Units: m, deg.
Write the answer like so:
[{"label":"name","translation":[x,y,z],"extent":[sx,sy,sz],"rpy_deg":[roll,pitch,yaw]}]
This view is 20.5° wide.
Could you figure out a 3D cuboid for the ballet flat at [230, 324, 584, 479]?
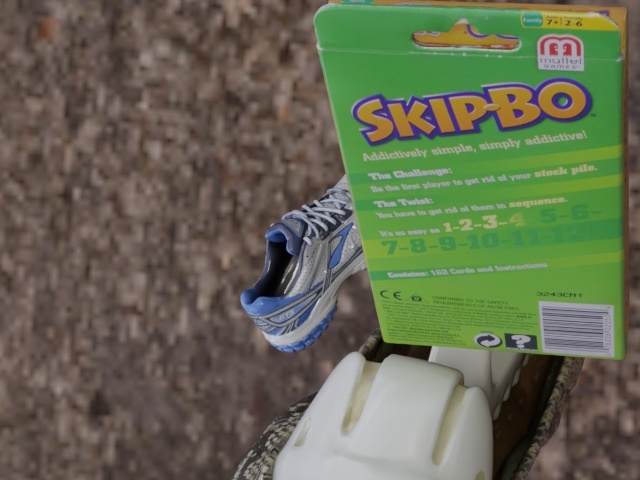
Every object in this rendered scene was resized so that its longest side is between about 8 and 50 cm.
[{"label":"ballet flat","translation":[0.061,0.099,1.008],"extent":[0.483,0.164,0.182],"rpy_deg":[-51,-17,-55]}]

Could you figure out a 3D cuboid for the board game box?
[{"label":"board game box","translation":[0.075,-0.026,0.794],"extent":[0.259,0.124,0.039],"rpy_deg":[74,-157,-57]}]

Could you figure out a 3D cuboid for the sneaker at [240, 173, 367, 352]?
[{"label":"sneaker","translation":[0.000,0.000,1.061],"extent":[0.052,0.058,0.135],"rpy_deg":[21,76,49]}]
